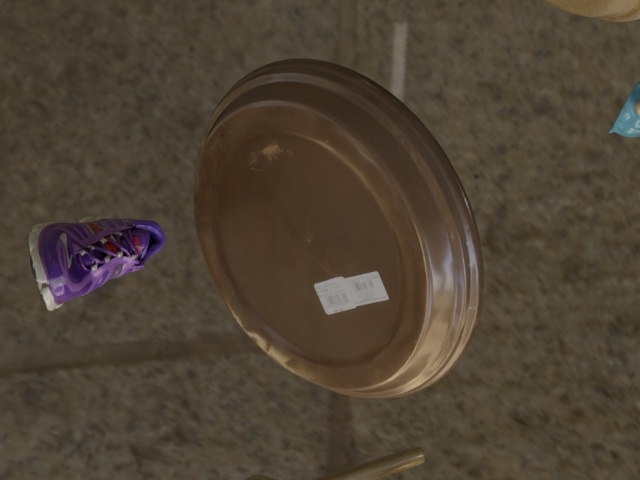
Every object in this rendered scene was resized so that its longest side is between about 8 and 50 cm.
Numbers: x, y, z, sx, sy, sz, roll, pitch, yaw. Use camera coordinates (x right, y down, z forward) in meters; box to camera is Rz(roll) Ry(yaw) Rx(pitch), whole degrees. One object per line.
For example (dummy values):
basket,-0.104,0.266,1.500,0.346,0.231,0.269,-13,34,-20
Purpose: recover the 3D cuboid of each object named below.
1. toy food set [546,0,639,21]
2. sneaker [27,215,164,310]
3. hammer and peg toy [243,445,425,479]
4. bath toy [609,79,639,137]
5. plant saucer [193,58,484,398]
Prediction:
toy food set,0.058,-0.117,0.379,0.038,0.132,0.192,-36,37,-7
sneaker,-0.178,0.006,1.157,0.071,0.170,0.068,-11,100,20
hammer and peg toy,0.065,0.401,1.586,0.266,0.127,0.361,-25,101,-21
bath toy,0.407,-0.014,1.279,0.151,0.129,0.348,-33,75,-13
plant saucer,0.000,0.000,1.093,0.278,0.041,0.278,20,123,34
